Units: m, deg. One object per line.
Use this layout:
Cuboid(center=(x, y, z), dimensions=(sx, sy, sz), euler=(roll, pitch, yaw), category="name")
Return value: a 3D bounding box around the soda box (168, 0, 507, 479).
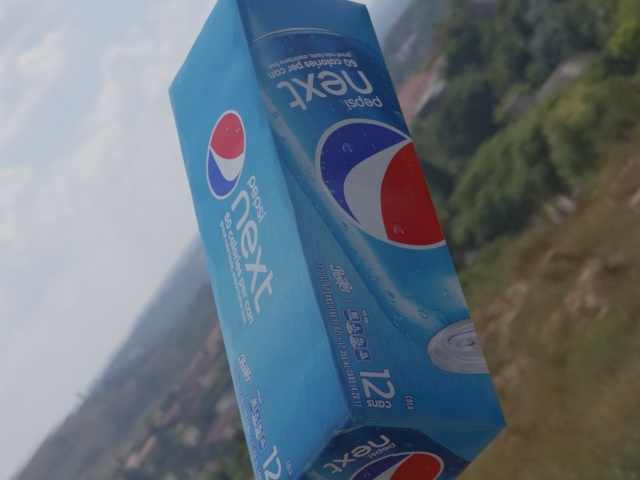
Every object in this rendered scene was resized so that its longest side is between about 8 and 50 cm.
Cuboid(center=(0.000, 0.000, 0.633), dimensions=(0.071, 0.067, 0.210), euler=(-54, 40, 42), category="soda box")
